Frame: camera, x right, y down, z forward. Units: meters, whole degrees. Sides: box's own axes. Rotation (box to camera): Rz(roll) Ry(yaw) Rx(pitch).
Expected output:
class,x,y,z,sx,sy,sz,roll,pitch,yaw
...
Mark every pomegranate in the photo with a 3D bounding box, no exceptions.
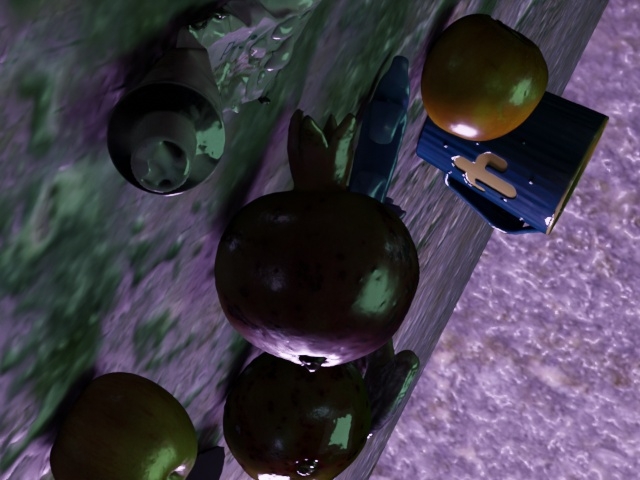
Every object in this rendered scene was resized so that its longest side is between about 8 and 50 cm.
class,x,y,z,sx,sy,sz,roll,pitch,yaw
pomegranate,-0.023,0.137,1.449,0.130,0.130,0.130,-60,171,-16
pomegranate,0.007,0.003,1.136,0.159,0.129,0.129,-63,171,3

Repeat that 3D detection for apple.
class,x,y,z,sx,sy,sz,roll,pitch,yaw
apple,-0.107,0.114,0.994,0.084,0.071,0.084,-60,171,-16
apple,0.134,-0.139,1.539,0.102,0.099,0.114,-56,-161,14

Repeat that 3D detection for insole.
class,x,y,z,sx,sy,sz,roll,pitch,yaw
insole,-0.116,0.210,1.435,0.110,0.012,0.309,-61,171,-3

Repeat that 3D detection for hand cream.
class,x,y,z,sx,sy,sz,roll,pitch,yaw
hand cream,-0.048,-0.071,0.850,0.084,0.050,0.257,-64,178,24

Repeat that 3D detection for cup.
class,x,y,z,sx,sy,sz,roll,pitch,yaw
cup,0.181,-0.084,1.780,0.131,0.155,0.176,-55,170,-40

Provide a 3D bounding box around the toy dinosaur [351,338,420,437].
class,x,y,z,sx,sy,sz,roll,pitch,yaw
toy dinosaur,0.016,0.119,1.593,0.294,0.077,0.162,127,-15,-62

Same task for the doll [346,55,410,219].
class,x,y,z,sx,sy,sz,roll,pitch,yaw
doll,0.037,-0.042,1.390,0.110,0.067,0.205,-64,169,-71
